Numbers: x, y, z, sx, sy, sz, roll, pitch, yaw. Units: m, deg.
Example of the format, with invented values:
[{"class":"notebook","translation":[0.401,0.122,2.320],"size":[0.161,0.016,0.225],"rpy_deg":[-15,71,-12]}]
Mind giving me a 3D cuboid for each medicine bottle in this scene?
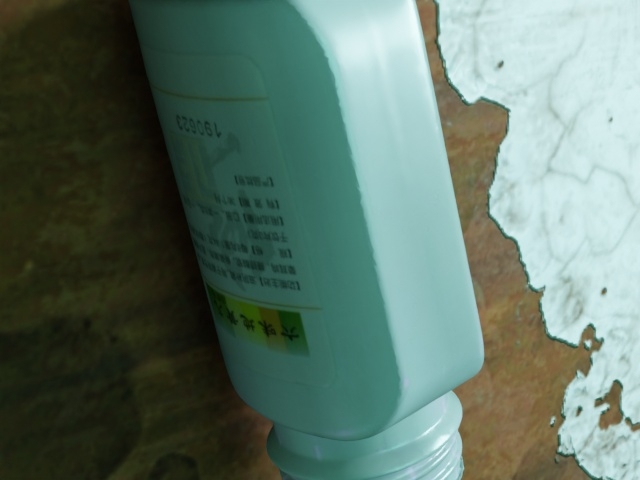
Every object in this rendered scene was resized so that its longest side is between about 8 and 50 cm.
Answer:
[{"class":"medicine bottle","translation":[0.000,0.000,0.832],"size":[0.124,0.179,0.324],"rpy_deg":[-26,113,-34]}]
